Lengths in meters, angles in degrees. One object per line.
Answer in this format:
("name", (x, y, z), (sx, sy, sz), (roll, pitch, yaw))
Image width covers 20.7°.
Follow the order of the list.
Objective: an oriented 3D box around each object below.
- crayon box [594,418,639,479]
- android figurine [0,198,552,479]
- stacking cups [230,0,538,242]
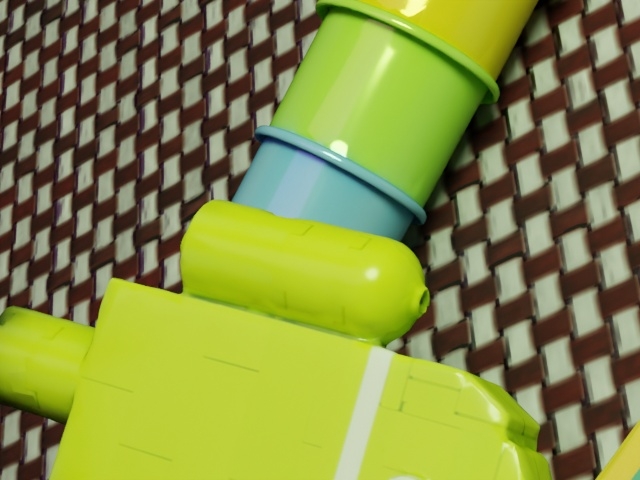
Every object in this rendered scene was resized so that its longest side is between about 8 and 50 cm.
("crayon box", (0.157, 0.110, 0.495), (0.165, 0.081, 0.278), (37, 90, 29))
("android figurine", (-0.025, 0.114, 0.658), (0.272, 0.056, 0.248), (15, 84, 27))
("stacking cups", (0.000, 0.000, 0.752), (0.096, 0.096, 0.316), (18, 80, 47))
